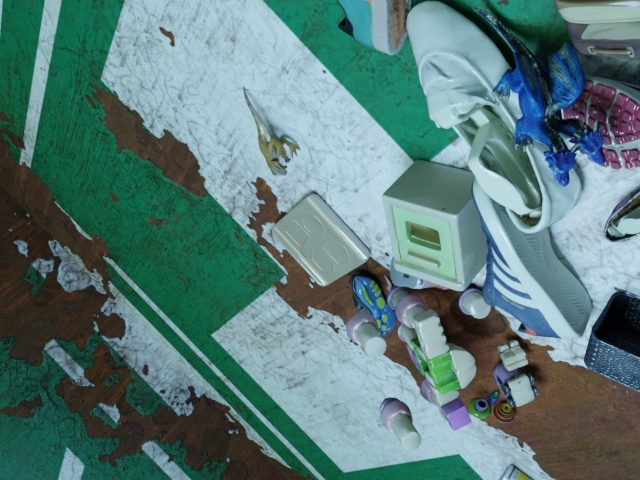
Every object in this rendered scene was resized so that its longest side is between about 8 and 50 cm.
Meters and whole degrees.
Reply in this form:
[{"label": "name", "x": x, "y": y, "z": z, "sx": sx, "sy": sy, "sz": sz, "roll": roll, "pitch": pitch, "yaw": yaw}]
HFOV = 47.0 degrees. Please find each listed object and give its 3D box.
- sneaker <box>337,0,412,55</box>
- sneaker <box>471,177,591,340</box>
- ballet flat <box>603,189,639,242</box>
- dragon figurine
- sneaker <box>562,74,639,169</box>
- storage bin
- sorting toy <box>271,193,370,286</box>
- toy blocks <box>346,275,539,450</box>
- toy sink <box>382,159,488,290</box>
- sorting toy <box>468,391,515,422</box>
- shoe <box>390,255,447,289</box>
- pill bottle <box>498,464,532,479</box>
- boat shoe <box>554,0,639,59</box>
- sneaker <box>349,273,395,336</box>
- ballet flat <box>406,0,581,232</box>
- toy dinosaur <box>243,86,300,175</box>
[{"label": "sneaker", "x": 0.062, "y": -0.412, "z": 1.066, "sx": 0.121, "sy": 0.108, "sz": 0.302, "roll": 23, "pitch": 144, "yaw": 24}, {"label": "sneaker", "x": 0.321, "y": 0.038, "z": 1.262, "sx": 0.148, "sy": 0.131, "sz": 0.350, "roll": -11, "pitch": 119, "yaw": 48}, {"label": "ballet flat", "x": 0.477, "y": -0.055, "z": 1.031, "sx": 0.077, "sy": 0.079, "sz": 0.221, "roll": 42, "pitch": 148, "yaw": 6}, {"label": "dragon figurine", "x": 0.294, "y": -0.207, "z": 0.979, "sx": 0.144, "sy": 0.085, "sz": 0.289, "roll": 114, "pitch": 143, "yaw": -80}, {"label": "sneaker", "x": 0.445, "y": -0.149, "z": 0.946, "sx": 0.299, "sy": 0.112, "sz": 0.120, "roll": 30, "pitch": 142, "yaw": 45}, {"label": "storage bin", "x": 0.534, "y": 0.176, "z": 1.187, "sx": 0.180, "sy": 0.122, "sz": 0.084, "roll": 24, "pitch": 142, "yaw": 30}, {"label": "sorting toy", "x": 0.000, "y": 0.000, "z": 1.677, "sx": 0.193, "sy": 0.038, "sz": 0.208, "roll": 47, "pitch": 143, "yaw": -4}, {"label": "toy blocks", "x": 0.232, "y": 0.227, "z": 1.549, "sx": 0.260, "sy": 0.309, "sz": 0.288, "roll": -129, "pitch": 18, "yaw": -74}, {"label": "toy sink", "x": 0.219, "y": -0.005, "z": 1.329, "sx": 0.153, "sy": 0.131, "sz": 0.234, "roll": 20, "pitch": 141, "yaw": 35}, {"label": "sorting toy", "x": 0.383, "y": 0.366, "z": 1.632, "sx": 0.102, "sy": 0.061, "sz": 0.042, "roll": 12, "pitch": 140, "yaw": 7}, {"label": "shoe", "x": 0.204, "y": 0.068, "z": 1.492, "sx": 0.178, "sy": 0.081, "sz": 0.063, "roll": -160, "pitch": 75, "yaw": -75}, {"label": "pill bottle", "x": 0.489, "y": 0.602, "z": 1.774, "sx": 0.116, "sy": 0.065, "sz": 0.065, "roll": 36, "pitch": 147, "yaw": 15}, {"label": "boat shoe", "x": 0.436, "y": -0.242, "z": 0.840, "sx": 0.342, "sy": 0.123, "sz": 0.123, "roll": 17, "pitch": 147, "yaw": 42}, {"label": "sneaker", "x": 0.118, "y": 0.150, "z": 1.697, "sx": 0.078, "sy": 0.067, "sz": 0.188, "roll": 36, "pitch": 156, "yaw": 55}, {"label": "ballet flat", "x": 0.246, "y": -0.177, "z": 1.106, "sx": 0.400, "sy": 0.139, "sz": 0.139, "roll": 51, "pitch": 147, "yaw": -10}, {"label": "toy dinosaur", "x": -0.110, "y": -0.207, "z": 1.536, "sx": 0.112, "sy": 0.064, "sz": 0.211, "roll": 18, "pitch": 139, "yaw": 38}]
